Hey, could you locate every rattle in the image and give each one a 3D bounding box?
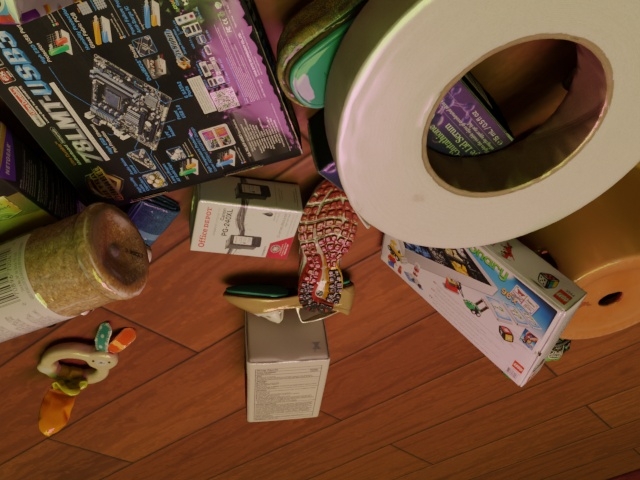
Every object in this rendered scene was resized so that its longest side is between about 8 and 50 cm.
[{"bbox_3d":[-0.434,0.249,1.074,0.199,0.143,0.130,-19,120,20],"label":"rattle"}]

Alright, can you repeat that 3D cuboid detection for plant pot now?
[{"bbox_3d":[0.389,0.010,0.874,0.291,0.203,0.291,-7,140,-6],"label":"plant pot"}]

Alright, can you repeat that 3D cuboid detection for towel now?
[{"bbox_3d":[-0.266,-0.023,0.876,0.067,0.029,0.119,26,128,-34],"label":"towel"}]

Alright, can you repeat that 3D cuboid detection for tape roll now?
[{"bbox_3d":[0.197,-0.143,0.635,0.392,0.072,0.392,-8,139,-7],"label":"tape roll"}]

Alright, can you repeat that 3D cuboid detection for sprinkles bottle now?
[{"bbox_3d":[-0.392,0.066,0.726,0.355,0.121,0.121,-19,138,15],"label":"sprinkles bottle"}]

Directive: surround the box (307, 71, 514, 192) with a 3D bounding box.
[{"bbox_3d":[0.110,-0.141,0.758,0.207,0.108,0.153,-36,133,26],"label":"box"}]

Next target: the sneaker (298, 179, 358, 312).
[{"bbox_3d":[0.000,0.000,0.919,0.088,0.093,0.225,7,120,-10],"label":"sneaker"}]

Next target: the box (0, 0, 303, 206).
[{"bbox_3d":[-0.201,-0.184,0.673,0.293,0.073,0.295,-14,137,9],"label":"box"}]

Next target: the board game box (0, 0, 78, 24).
[{"bbox_3d":[-0.362,-0.252,0.465,0.275,0.144,0.142,-1,120,0],"label":"board game box"}]

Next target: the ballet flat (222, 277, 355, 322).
[{"bbox_3d":[-0.051,0.111,1.021,0.232,0.080,0.073,-3,100,-9],"label":"ballet flat"}]

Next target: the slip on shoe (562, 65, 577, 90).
[{"bbox_3d":[0.389,-0.217,0.779,0.135,0.051,0.041,-12,179,-9],"label":"slip on shoe"}]

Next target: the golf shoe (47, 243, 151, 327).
[{"bbox_3d":[-0.306,0.059,0.800,0.186,0.086,0.067,-23,153,15],"label":"golf shoe"}]

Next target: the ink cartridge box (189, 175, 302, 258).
[{"bbox_3d":[-0.114,-0.034,0.868,0.150,0.063,0.109,5,137,-17],"label":"ink cartridge box"}]

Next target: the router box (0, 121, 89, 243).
[{"bbox_3d":[-0.474,-0.017,0.759,0.309,0.081,0.243,-14,155,5],"label":"router box"}]

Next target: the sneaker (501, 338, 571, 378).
[{"bbox_3d":[0.453,0.145,1.118,0.134,0.146,0.343,9,135,-21],"label":"sneaker"}]

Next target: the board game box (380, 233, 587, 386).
[{"bbox_3d":[0.214,0.047,0.856,0.053,0.305,0.193,-29,146,-25],"label":"board game box"}]

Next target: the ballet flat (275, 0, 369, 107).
[{"bbox_3d":[0.102,-0.263,0.616,0.348,0.123,0.123,-27,136,14],"label":"ballet flat"}]

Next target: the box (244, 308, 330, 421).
[{"bbox_3d":[-0.072,0.239,1.135,0.148,0.127,0.232,-1,138,-9],"label":"box"}]
